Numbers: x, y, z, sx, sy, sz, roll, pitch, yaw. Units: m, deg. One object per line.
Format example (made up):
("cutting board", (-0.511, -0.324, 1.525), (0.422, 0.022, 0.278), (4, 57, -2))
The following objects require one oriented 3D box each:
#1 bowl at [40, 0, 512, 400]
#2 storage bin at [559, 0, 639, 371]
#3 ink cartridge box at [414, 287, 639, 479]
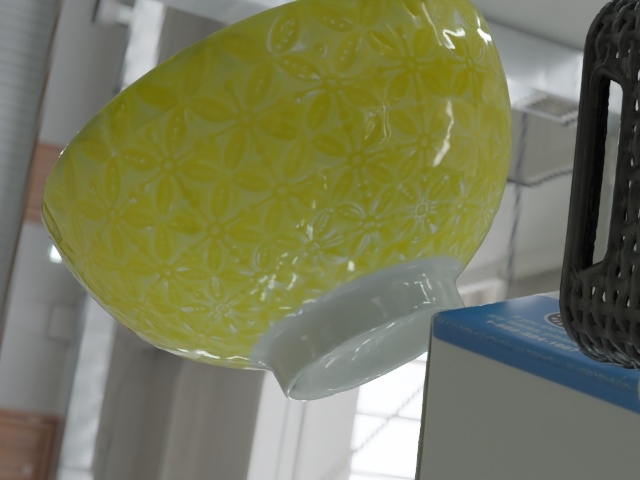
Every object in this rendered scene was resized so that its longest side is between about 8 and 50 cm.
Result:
("bowl", (0.000, 0.000, 0.794), (0.289, 0.289, 0.156), (-47, -118, 48))
("storage bin", (0.177, -0.012, 0.424), (0.084, 0.180, 0.122), (-170, -94, -68))
("ink cartridge box", (0.229, 0.098, 0.631), (0.223, 0.307, 0.129), (17, -72, 48))
